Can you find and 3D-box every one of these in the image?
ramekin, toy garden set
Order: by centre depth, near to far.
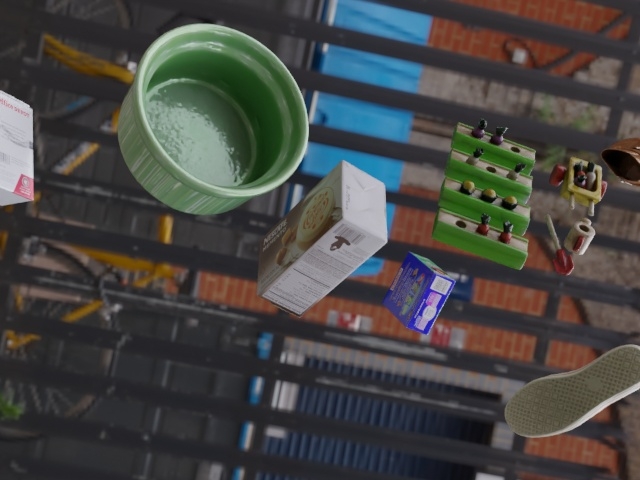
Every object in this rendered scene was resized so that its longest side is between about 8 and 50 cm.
[{"bbox_3d":[0.249,-0.055,1.231,0.244,0.204,0.049,-71,-179,-52],"label":"toy garden set"},{"bbox_3d":[-0.186,-0.189,1.695,0.148,0.303,0.303,-34,-139,54],"label":"ramekin"}]

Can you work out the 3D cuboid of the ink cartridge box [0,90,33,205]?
[{"bbox_3d":[-0.485,-0.139,1.534,0.109,0.063,0.150,31,52,-69],"label":"ink cartridge box"}]

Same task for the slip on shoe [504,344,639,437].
[{"bbox_3d":[0.535,0.315,2.117,0.101,0.331,0.123,15,47,-60],"label":"slip on shoe"}]

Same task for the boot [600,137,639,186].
[{"bbox_3d":[0.491,-0.126,1.618,0.197,0.152,0.073,29,-69,54],"label":"boot"}]

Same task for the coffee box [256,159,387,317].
[{"bbox_3d":[0.000,0.000,1.758,0.246,0.098,0.141,-42,-149,37],"label":"coffee box"}]

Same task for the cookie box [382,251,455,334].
[{"bbox_3d":[0.142,0.075,1.498,0.092,0.040,0.107,-63,-158,8],"label":"cookie box"}]
